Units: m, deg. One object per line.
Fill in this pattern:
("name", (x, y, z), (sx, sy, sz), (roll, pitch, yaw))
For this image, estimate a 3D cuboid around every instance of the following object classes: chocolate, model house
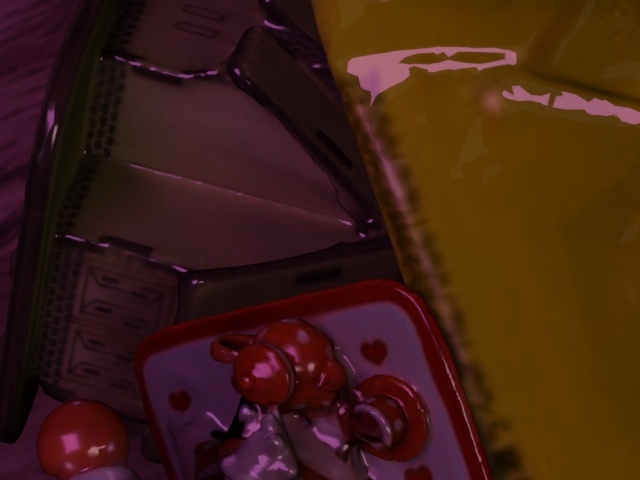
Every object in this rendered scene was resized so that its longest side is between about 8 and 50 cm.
("chocolate", (0.185, -0.009, 0.654), (0.288, 0.137, 0.301), (-14, 102, 20))
("model house", (0.000, 0.000, 0.811), (0.278, 0.218, 0.205), (14, 39, -4))

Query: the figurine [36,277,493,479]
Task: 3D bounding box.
("figurine", (-0.057, 0.140, 0.600), (0.160, 0.226, 0.183), (-15, 96, 38))
